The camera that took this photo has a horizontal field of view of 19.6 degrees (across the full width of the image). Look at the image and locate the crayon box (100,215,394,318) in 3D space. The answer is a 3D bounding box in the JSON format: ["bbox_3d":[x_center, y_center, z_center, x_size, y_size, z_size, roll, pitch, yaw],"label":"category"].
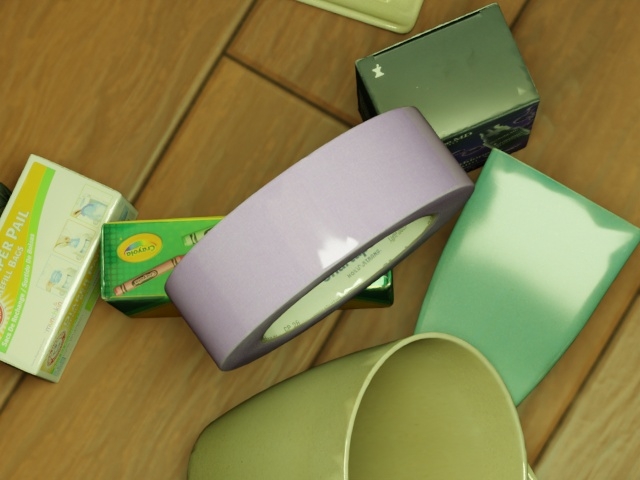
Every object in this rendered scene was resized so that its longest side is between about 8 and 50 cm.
[{"bbox_3d":[-0.068,0.025,1.839,0.278,0.165,0.081,-3,82,3],"label":"crayon box"}]

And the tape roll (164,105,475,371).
[{"bbox_3d":[0.000,0.000,1.616,0.275,0.275,0.090,-36,81,-3],"label":"tape roll"}]

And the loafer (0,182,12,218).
[{"bbox_3d":[-0.409,0.047,1.895,0.096,0.084,0.267,29,83,7],"label":"loafer"}]

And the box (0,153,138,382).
[{"bbox_3d":[-0.280,0.032,1.876,0.103,0.114,0.203,24,84,7],"label":"box"}]

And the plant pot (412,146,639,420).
[{"bbox_3d":[0.187,0.054,1.827,0.166,0.165,0.234,31,92,7],"label":"plant pot"}]

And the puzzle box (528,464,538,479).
[{"bbox_3d":[0.085,0.419,1.825,0.409,0.052,0.272,-29,81,-2],"label":"puzzle box"}]

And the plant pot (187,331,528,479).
[{"bbox_3d":[0.012,0.222,1.750,0.274,0.256,0.256,-7,77,44],"label":"plant pot"}]

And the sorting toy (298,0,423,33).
[{"bbox_3d":[0.037,-0.341,1.956,0.193,0.038,0.208,19,82,6],"label":"sorting toy"}]

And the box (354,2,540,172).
[{"bbox_3d":[0.123,-0.134,1.832,0.153,0.207,0.108,-23,80,-1],"label":"box"}]
